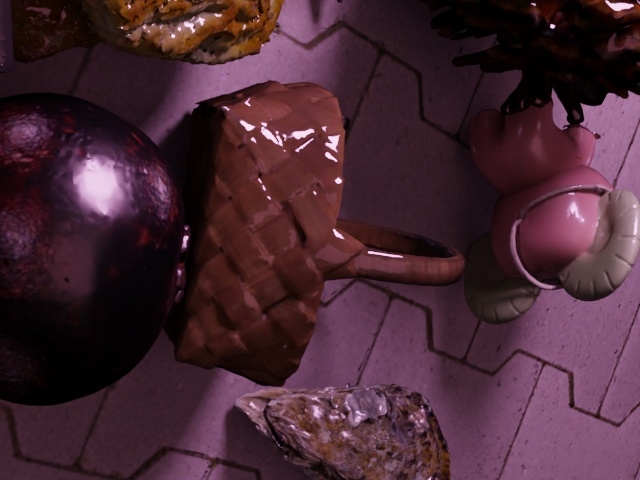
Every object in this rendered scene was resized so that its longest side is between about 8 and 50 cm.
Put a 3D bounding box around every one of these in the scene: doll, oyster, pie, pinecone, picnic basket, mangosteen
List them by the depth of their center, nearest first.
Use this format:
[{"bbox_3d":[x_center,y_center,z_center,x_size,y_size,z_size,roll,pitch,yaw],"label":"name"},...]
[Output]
[{"bbox_3d":[-0.135,-0.376,0.934,0.395,0.180,0.418,-22,128,-53],"label":"pie"},{"bbox_3d":[-0.278,0.005,0.945,0.297,0.313,0.297,7,90,-72],"label":"mangosteen"},{"bbox_3d":[0.000,0.000,1.109,0.337,0.293,0.337,-2,99,-13],"label":"picnic basket"},{"bbox_3d":[0.293,-0.326,1.212,0.397,0.397,0.398,-10,107,-34],"label":"pinecone"},{"bbox_3d":[0.043,0.265,1.328,0.351,0.158,0.162,25,44,-30],"label":"oyster"},{"bbox_3d":[0.301,-0.030,1.369,0.216,0.284,0.268,27,56,-34],"label":"doll"}]

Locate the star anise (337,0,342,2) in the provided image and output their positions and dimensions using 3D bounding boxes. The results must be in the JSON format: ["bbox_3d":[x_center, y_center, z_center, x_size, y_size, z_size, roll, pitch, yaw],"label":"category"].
[{"bbox_3d":[0.026,-0.419,1.161,0.272,0.102,0.272,-45,147,-40],"label":"star anise"}]

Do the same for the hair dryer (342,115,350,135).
[{"bbox_3d":[-0.004,-0.144,1.254,0.083,0.026,0.047,19,87,-30],"label":"hair dryer"}]

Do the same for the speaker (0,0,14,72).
[{"bbox_3d":[-0.408,-0.218,0.807,0.254,0.232,0.184,-8,104,-35],"label":"speaker"}]
